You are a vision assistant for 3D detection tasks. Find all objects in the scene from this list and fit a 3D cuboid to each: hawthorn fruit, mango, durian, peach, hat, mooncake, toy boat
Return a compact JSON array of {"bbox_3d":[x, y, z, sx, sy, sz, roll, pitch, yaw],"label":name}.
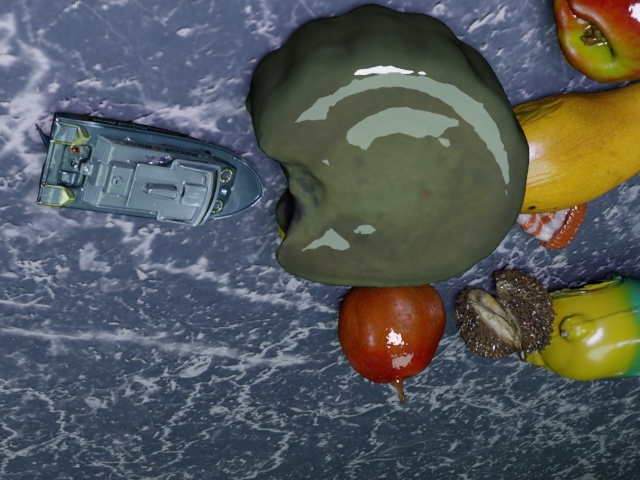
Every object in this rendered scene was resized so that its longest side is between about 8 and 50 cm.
[{"bbox_3d":[0.128,0.177,1.287,0.196,0.226,0.196,-3,151,-2],"label":"hawthorn fruit"},{"bbox_3d":[0.356,-0.129,1.048,0.359,0.144,0.187,-14,146,-7],"label":"mango"},{"bbox_3d":[0.353,0.155,1.382,0.196,0.167,0.196,9,124,14],"label":"durian"},{"bbox_3d":[0.368,-0.284,0.832,0.197,0.197,0.197,-11,143,-8],"label":"peach"},{"bbox_3d":[0.341,-0.056,1.182,0.162,0.093,0.112,15,107,-27],"label":"hat"},{"bbox_3d":[0.076,-0.107,0.887,0.351,0.187,0.351,0,126,0],"label":"mooncake"},{"bbox_3d":[-0.199,-0.080,0.914,0.296,0.122,0.114,7,114,-33],"label":"toy boat"}]

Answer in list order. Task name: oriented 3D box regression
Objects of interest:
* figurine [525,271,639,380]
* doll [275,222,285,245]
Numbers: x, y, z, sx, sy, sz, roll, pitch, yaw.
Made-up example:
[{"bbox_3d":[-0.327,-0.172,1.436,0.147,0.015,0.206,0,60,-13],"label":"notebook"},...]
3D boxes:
[{"bbox_3d":[0.593,0.180,1.469,0.340,0.231,0.324,-9,155,-16],"label":"figurine"},{"bbox_3d":[0.000,0.000,1.141,0.106,0.062,0.162,-27,143,21],"label":"doll"}]
